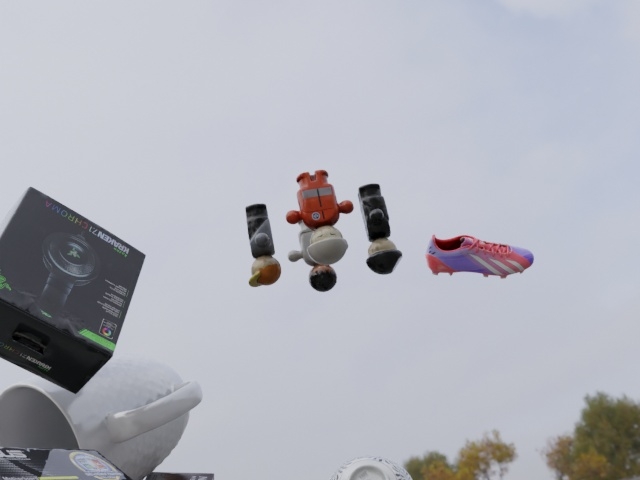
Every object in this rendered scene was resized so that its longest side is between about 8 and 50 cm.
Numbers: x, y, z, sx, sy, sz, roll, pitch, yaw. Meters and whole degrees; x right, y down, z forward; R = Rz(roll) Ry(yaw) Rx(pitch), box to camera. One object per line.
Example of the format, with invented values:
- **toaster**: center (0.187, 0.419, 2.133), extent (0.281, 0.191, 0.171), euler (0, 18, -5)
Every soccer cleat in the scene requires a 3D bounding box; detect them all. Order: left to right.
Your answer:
- **soccer cleat**: center (0.362, 0.029, 1.723), extent (0.248, 0.083, 0.095), euler (-1, -56, 3)

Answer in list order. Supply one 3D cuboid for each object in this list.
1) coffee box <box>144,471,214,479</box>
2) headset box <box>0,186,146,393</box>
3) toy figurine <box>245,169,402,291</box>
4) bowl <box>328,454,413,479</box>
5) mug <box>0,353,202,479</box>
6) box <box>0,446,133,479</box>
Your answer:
- **coffee box**: center (-0.287, 0.544, 1.439), extent (0.141, 0.098, 0.246), euler (2, 13, 2)
- **headset box**: center (-0.462, 0.088, 1.299), extent (0.246, 0.283, 0.131), euler (34, -57, -22)
- **toy figurine**: center (0.000, 0.000, 1.211), extent (0.210, 0.148, 0.213), euler (-26, -23, 36)
- **bowl**: center (0.086, 0.439, 1.323), extent (0.170, 0.170, 0.080), euler (-13, -39, -5)
- **mug**: center (-0.393, 0.350, 1.488), extent (0.374, 0.276, 0.328), euler (-22, -4, 34)
- **box**: center (-0.327, 0.356, 1.013), extent (0.060, 0.216, 0.270), euler (-61, -28, -3)
